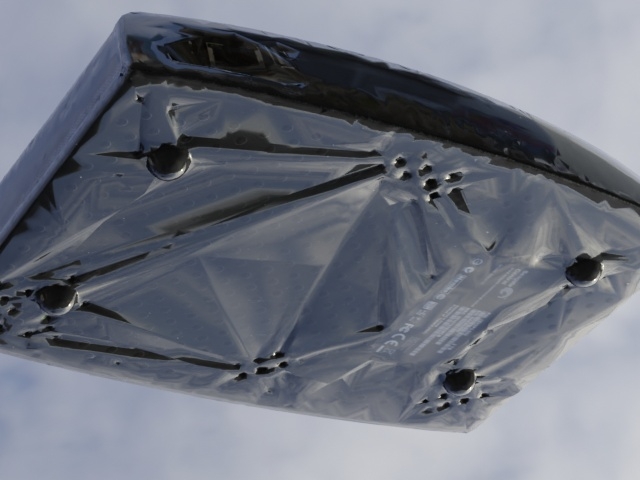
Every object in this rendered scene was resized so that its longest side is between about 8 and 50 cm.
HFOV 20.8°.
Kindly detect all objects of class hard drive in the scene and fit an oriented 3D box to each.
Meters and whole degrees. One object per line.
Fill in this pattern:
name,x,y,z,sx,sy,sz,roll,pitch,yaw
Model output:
hard drive,0.000,0.000,0.666,0.255,0.172,0.054,14,-133,-32
